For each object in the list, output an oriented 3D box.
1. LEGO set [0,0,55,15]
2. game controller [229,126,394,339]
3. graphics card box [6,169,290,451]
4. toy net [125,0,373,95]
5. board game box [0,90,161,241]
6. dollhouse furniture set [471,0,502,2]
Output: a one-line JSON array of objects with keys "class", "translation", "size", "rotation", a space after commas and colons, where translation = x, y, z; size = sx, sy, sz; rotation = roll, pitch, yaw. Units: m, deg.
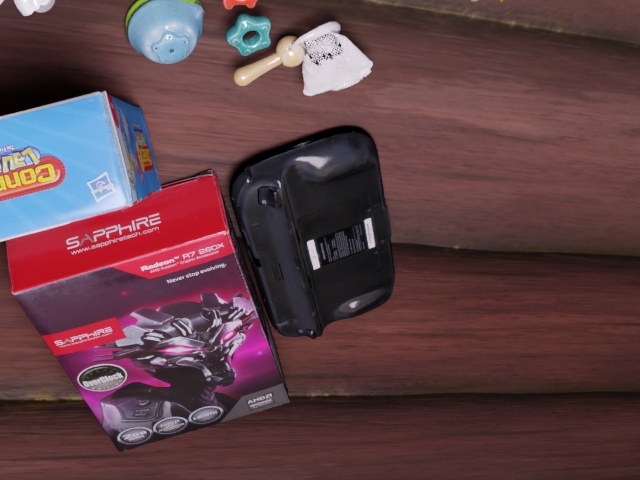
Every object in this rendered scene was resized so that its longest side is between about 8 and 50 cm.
[{"class": "LEGO set", "translation": [-0.292, -0.220, 0.797], "size": [0.287, 0.132, 0.107], "rotation": [-3, 142, 38]}, {"class": "game controller", "translation": [0.000, 0.000, 1.233], "size": [0.167, 0.067, 0.319], "rotation": [-27, 144, -11]}, {"class": "graphics card box", "translation": [-0.183, 0.097, 1.241], "size": [0.233, 0.094, 0.371], "rotation": [-16, 143, -3]}, {"class": "toy net", "translation": [-0.053, -0.194, 0.977], "size": [0.232, 0.045, 0.122], "rotation": [5, 135, -29]}, {"class": "board game box", "translation": [-0.297, -0.038, 0.888], "size": [0.308, 0.086, 0.302], "rotation": [-15, -174, -3]}, {"class": "dollhouse furniture set", "translation": [0.226, -0.297, 0.869], "size": [0.198, 0.151, 0.301], "rotation": [-15, 142, -4]}]
